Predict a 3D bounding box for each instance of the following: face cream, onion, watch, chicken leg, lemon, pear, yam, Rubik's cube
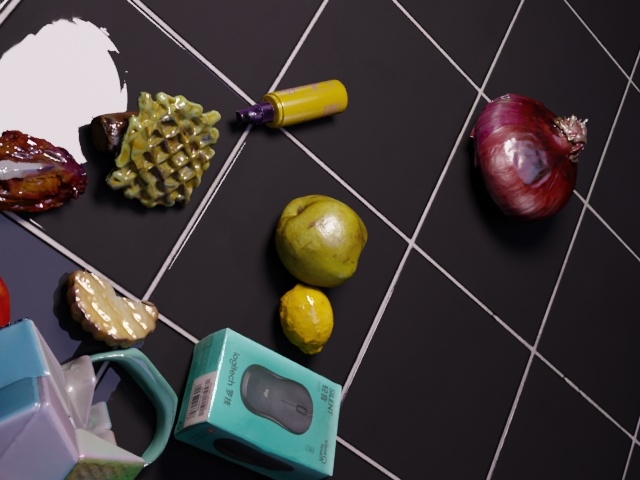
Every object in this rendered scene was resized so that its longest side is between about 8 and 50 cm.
[{"bbox_3d":[-0.066,-0.288,1.739,0.273,0.078,0.078,-19,95,-35],"label":"face cream"},{"bbox_3d":[0.550,-0.220,2.043,0.347,0.285,0.348,25,53,-38],"label":"onion"},{"bbox_3d":[-0.367,0.299,1.451,0.195,0.068,0.237,-43,112,-30],"label":"watch"},{"bbox_3d":[-0.587,-0.136,1.339,0.407,0.096,0.158,18,69,-30],"label":"chicken leg"},{"bbox_3d":[-0.029,0.164,1.678,0.114,0.114,0.155,-19,99,-36],"label":"lemon"},{"bbox_3d":[0.000,0.000,1.684,0.200,0.200,0.200,6,80,-35],"label":"pear"},{"bbox_3d":[-0.357,-0.206,1.522,0.141,0.079,0.079,-15,92,-39],"label":"yam"},{"bbox_3d":[-0.472,0.326,1.176,0.387,0.358,0.368,-22,116,-13],"label":"Rubik's cube"}]

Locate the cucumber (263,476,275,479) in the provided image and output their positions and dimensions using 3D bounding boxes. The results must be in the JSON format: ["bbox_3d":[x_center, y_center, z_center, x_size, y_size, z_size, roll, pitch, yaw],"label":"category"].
[{"bbox_3d":[-0.109,0.509,1.612,0.181,0.053,0.053,-43,108,-31],"label":"cucumber"}]

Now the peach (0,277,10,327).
[{"bbox_3d":[-0.581,0.105,1.246,0.190,0.192,0.190,14,71,-44],"label":"peach"}]

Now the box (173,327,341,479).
[{"bbox_3d":[-0.110,0.329,1.563,0.311,0.118,0.205,32,49,-28],"label":"box"}]

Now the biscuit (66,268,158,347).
[{"bbox_3d":[-0.388,0.135,1.454,0.183,0.061,0.118,37,39,-25],"label":"biscuit"}]

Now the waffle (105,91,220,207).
[{"bbox_3d":[-0.285,-0.162,1.520,0.204,0.054,0.223,11,107,-50],"label":"waffle"}]
